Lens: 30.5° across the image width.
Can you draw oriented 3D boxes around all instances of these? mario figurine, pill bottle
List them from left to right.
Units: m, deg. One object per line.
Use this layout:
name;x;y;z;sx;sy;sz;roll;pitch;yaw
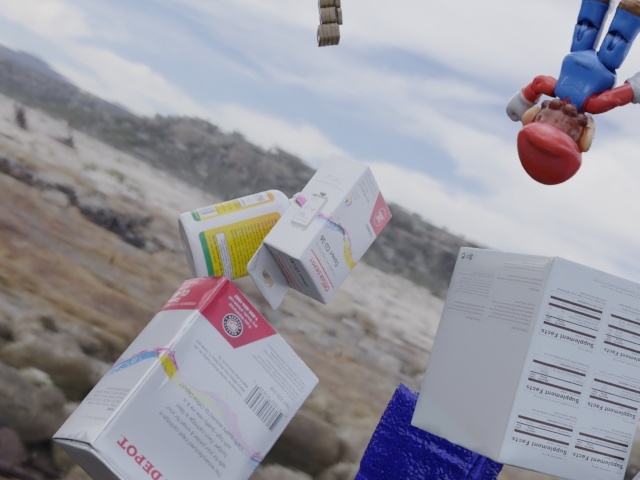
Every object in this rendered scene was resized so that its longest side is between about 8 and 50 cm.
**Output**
pill bottle;-0.099;-0.010;1.766;0.208;0.117;0.117;-16;7;-12
mario figurine;0.427;-0.238;1.901;0.170;0.320;0.198;22;10;-20

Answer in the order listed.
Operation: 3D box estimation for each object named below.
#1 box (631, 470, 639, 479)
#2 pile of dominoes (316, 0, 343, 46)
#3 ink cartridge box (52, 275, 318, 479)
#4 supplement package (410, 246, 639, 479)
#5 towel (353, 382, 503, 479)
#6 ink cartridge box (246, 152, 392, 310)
box;0.476;0.534;1.569;0.395;0.318;0.097;44;-3;-20
pile of dominoes;0.003;-0.480;2.110;0.040;0.251;0.196;-6;-5;-3
ink cartridge box;-0.181;0.233;1.624;0.131;0.306;0.226;-4;-50;54
supplement package;0.222;0.126;1.205;0.149;0.203;0.194;17;-4;-21
towel;0.146;0.409;1.869;0.228;0.308;0.076;25;-2;29
ink cartridge box;0.000;0.000;1.517;0.067;0.198;0.115;25;-22;34
